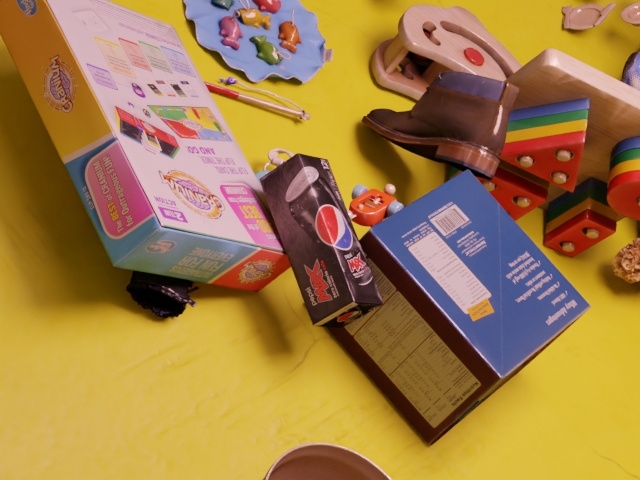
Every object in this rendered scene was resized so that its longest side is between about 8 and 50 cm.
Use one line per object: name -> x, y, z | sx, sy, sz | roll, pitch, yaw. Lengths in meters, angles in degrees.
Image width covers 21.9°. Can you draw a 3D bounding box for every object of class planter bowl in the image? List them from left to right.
planter bowl -> -0.006, 0.276, 1.473 | 0.162, 0.109, 0.162 | 20, 46, -22

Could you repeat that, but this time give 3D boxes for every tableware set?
tableware set -> 0.424, -0.339, 2.318 | 0.141, 0.168, 0.020 | -59, 142, -42

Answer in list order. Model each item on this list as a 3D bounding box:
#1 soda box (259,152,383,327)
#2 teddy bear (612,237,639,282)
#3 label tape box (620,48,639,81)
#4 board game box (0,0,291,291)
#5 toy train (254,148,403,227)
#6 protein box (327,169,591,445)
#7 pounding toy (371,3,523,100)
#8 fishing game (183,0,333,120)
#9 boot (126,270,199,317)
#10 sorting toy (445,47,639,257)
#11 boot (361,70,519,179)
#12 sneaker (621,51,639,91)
soda box -> 0.000, 0.000, 1.648 | 0.053, 0.060, 0.169 | 7, 56, -54
teddy bear -> 0.467, 0.065, 2.038 | 0.245, 0.113, 0.338 | -11, 70, -34
label tape box -> 0.538, -0.192, 2.251 | 0.240, 0.106, 0.334 | 40, 42, -1
board game box -> -0.173, -0.105, 1.642 | 0.242, 0.064, 0.316 | 14, 42, -57
toy train -> -0.003, -0.037, 1.759 | 0.166, 0.046, 0.125 | 24, 36, 24
protein box -> 0.136, 0.067, 1.741 | 0.201, 0.136, 0.200 | 49, 41, 9
pounding toy -> 0.172, -0.236, 2.017 | 0.269, 0.155, 0.154 | 47, 38, 9
fishing game -> -0.070, -0.258, 1.941 | 0.189, 0.041, 0.264 | 17, 47, -22
boot -> -0.174, 0.018, 1.617 | 0.121, 0.045, 0.099 | 29, 39, -23
sorting toy -> 0.291, -0.082, 1.913 | 0.257, 0.255, 0.089 | 23, 60, -20
boot -> 0.139, -0.144, 1.878 | 0.082, 0.106, 0.219 | 24, 1, -42
sneaker -> 0.513, -0.137, 2.011 | 0.330, 0.147, 0.130 | 32, 54, -8
